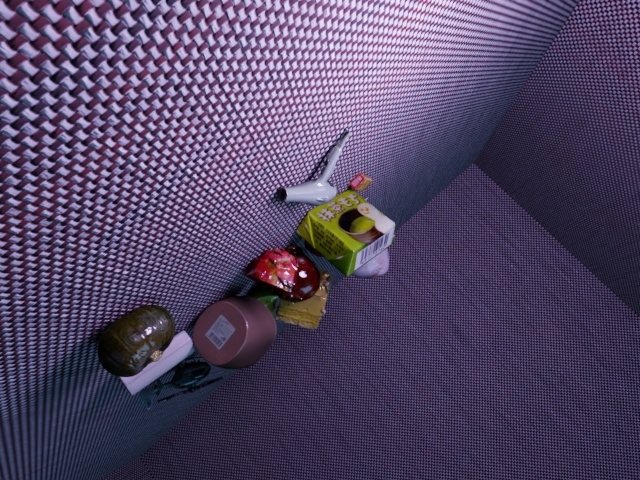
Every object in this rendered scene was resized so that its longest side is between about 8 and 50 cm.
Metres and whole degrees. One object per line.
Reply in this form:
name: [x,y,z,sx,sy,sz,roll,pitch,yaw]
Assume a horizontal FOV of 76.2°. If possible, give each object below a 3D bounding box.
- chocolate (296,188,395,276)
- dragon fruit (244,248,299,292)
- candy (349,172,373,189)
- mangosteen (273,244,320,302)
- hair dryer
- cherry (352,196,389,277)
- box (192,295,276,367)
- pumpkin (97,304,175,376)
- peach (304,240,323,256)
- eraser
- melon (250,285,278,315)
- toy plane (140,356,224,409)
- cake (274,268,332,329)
chocolate: [0.110,-0.047,1.620,0.301,0.289,0.137,-31,152,-37]
dragon fruit: [-0.185,0.112,1.541,0.189,0.163,0.261,-2,-176,-33]
candy: [0.169,-0.239,1.679,0.062,0.038,0.122,-47,166,20]
mangosteen: [-0.107,0.133,1.733,0.215,0.258,0.215,-2,150,-1]
hair dryer: [-0.025,-0.201,1.234,0.229,0.092,0.267,-26,146,-33]
cherry: [0.179,0.015,1.956,0.291,0.335,0.326,-26,143,1]
box: [-0.356,0.371,1.645,0.301,0.301,0.216,-43,161,7]
pumpkin: [-0.513,0.284,1.156,0.224,0.157,0.224,-47,177,-3]
peach: [0.000,0.000,1.761,0.152,0.152,0.152,-39,167,-11]
eraser: [-0.622,0.467,1.561,0.270,0.095,0.174,-33,164,-31]
melon: [-0.264,0.280,1.926,0.196,0.124,0.323,-37,163,-40]
toy plane: [-0.674,0.677,1.977,0.381,0.155,0.106,-9,150,-36]
cake: [-0.076,0.237,1.937,0.222,0.227,0.286,-82,-172,-52]
